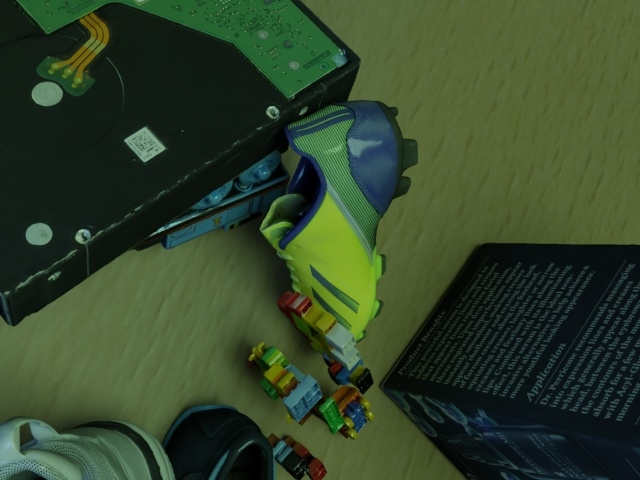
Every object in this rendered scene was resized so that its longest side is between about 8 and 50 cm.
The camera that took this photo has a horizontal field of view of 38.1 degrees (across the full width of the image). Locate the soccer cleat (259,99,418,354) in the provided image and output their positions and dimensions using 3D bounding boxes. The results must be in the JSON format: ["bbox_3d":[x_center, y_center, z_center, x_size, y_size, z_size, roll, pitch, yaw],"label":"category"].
[{"bbox_3d":[0.000,-0.001,0.808,0.121,0.093,0.289,-10,139,-19],"label":"soccer cleat"}]

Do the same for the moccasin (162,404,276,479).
[{"bbox_3d":[-0.106,0.316,0.785,0.137,0.117,0.342,2,89,-32],"label":"moccasin"}]

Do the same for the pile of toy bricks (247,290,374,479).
[{"bbox_3d":[-0.025,0.130,0.843,0.118,0.105,0.212,-45,151,-17],"label":"pile of toy bricks"}]

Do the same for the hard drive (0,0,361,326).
[{"bbox_3d":[-0.167,-0.121,0.718,0.339,0.064,0.237,-38,76,-26],"label":"hard drive"}]

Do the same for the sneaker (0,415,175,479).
[{"bbox_3d":[-0.172,0.296,0.629,0.137,0.210,0.366,-9,71,6],"label":"sneaker"}]

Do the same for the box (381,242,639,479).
[{"bbox_3d":[0.306,0.173,0.877,0.293,0.395,0.212,47,68,-22],"label":"box"}]

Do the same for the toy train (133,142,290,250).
[{"bbox_3d":[-0.109,-0.045,0.791,0.184,0.105,0.080,-26,66,-23],"label":"toy train"}]
